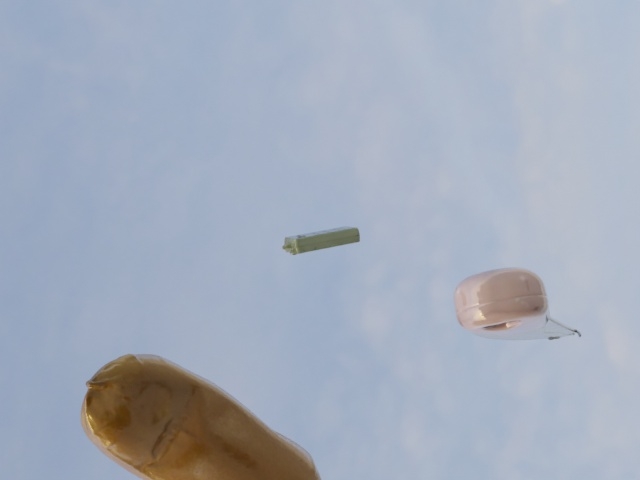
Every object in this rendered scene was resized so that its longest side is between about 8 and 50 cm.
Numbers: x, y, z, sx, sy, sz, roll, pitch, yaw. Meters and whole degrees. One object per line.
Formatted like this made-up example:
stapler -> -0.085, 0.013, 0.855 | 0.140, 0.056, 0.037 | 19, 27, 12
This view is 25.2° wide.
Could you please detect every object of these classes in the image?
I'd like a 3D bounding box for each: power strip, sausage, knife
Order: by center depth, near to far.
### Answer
knife -> 0.167, 0.073, 1.212 | 0.336, 0.081, 0.043 | 36, -137, -70
power strip -> 0.000, 0.000, 1.373 | 0.083, 0.027, 0.017 | -10, -83, -29
sausage -> -0.141, 0.231, 1.630 | 0.354, 0.116, 0.134 | 41, -95, -33
